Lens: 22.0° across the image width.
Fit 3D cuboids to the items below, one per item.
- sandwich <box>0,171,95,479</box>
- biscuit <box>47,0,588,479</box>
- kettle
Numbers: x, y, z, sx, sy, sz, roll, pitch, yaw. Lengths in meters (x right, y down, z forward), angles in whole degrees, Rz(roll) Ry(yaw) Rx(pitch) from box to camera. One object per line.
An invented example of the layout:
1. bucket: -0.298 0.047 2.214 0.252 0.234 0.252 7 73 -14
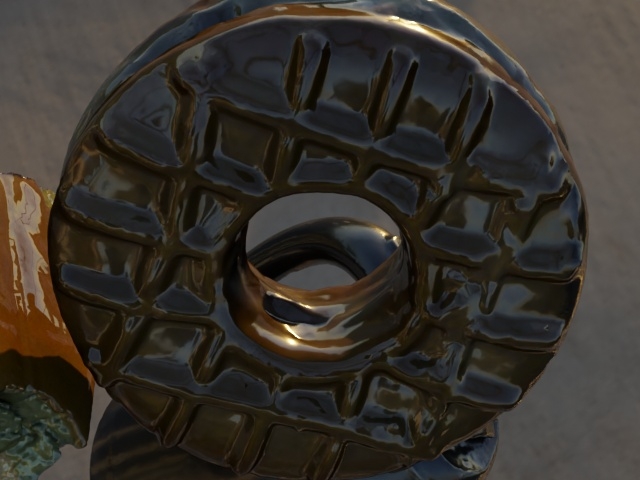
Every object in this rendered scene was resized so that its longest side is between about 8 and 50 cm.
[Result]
1. sandwich: -0.227 0.075 1.058 0.227 0.155 0.198 13 53 -62
2. biscuit: 0.000 0.000 0.985 0.332 0.332 0.103 20 25 -13
3. kettle: -0.010 0.126 1.207 0.207 0.290 0.268 -1 70 -50
